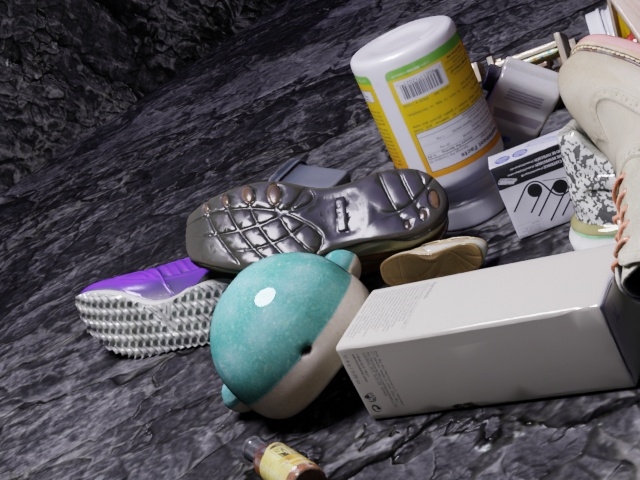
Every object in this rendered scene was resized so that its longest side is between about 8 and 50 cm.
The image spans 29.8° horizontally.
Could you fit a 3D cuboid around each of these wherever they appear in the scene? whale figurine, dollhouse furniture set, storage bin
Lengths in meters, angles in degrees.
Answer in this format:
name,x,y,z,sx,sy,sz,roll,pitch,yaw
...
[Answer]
name,x,y,z,sx,sy,sz,roll,pitch,yaw
whale figurine,-0.048,0.084,1.305,0.216,0.141,0.272,-51,11,0
dollhouse furniture set,0.302,-0.226,1.798,0.182,0.101,0.161,-18,-3,24
storage bin,-0.002,-0.034,1.595,0.091,0.135,0.098,3,34,37

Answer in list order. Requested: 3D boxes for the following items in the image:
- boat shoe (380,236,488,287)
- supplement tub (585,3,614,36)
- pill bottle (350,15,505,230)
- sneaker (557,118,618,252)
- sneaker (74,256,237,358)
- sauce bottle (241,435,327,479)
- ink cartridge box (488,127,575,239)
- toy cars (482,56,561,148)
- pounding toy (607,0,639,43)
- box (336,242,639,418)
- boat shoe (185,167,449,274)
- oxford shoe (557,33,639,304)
name,x,y,z,sx,sy,sz,roll,pitch,yaw
boat shoe,0.134,0.026,1.397,0.135,0.050,0.045,-10,13,33
supplement tub,0.468,-0.280,1.597,0.200,0.144,0.144,-20,21,17
pill bottle,0.145,-0.141,1.497,0.136,0.245,0.136,-23,20,9
sneaker,0.411,-0.097,1.154,0.410,0.182,0.158,-19,22,20
sneaker,-0.181,0.071,1.594,0.293,0.102,0.146,-5,28,29
sauce bottle,-0.039,0.214,1.139,0.042,0.042,0.128,-34,23,-20
ink cartridge box,0.307,-0.085,1.379,0.207,0.097,0.046,-22,21,13
toy cars,0.321,-0.161,1.495,0.394,0.176,0.087,-5,59,44
pounding toy,0.343,-0.244,1.260,0.094,0.181,0.206,-28,56,6
box,0.162,0.088,1.130,0.275,0.094,0.113,-12,26,34
boat shoe,0.000,0.000,1.474,0.324,0.120,0.122,-5,61,11
oxford shoe,0.294,-0.034,1.019,0.147,0.140,0.397,-30,48,-2
